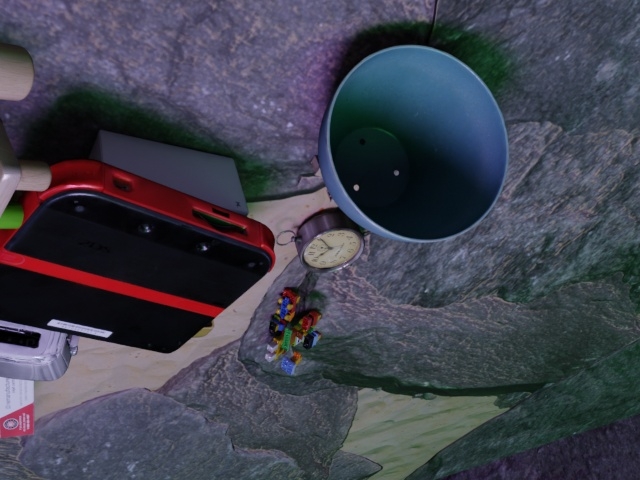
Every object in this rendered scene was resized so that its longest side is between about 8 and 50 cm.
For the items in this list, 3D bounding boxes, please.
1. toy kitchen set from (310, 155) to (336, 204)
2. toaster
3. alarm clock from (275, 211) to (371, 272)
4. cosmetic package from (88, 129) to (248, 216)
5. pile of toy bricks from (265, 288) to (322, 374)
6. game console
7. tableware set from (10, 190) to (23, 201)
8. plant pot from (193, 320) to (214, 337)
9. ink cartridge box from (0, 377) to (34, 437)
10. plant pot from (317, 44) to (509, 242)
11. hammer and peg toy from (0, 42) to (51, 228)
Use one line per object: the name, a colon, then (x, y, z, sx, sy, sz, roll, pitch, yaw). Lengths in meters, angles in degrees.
toy kitchen set: (0.017, -0.094, 1.221, 0.083, 0.068, 0.075, 10, 133, -32)
toaster: (-0.534, 0.160, 1.196, 0.227, 0.129, 0.146, 14, 153, -14)
alarm clock: (0.000, 0.000, 1.330, 0.192, 0.064, 0.129, 5, 136, -32)
cosmetic package: (-0.270, -0.033, 1.109, 0.224, 0.138, 0.224, 9, 135, -32)
pile of toy bricks: (-0.041, 0.193, 1.531, 0.105, 0.118, 0.212, -31, 146, -43)
game console: (-0.294, 0.045, 1.049, 0.387, 0.060, 0.342, 22, 132, -39)
tableware set: (-0.515, -0.037, 1.090, 0.141, 0.020, 0.168, -17, 143, -4)
plant pot: (-0.266, 0.158, 1.394, 0.081, 0.081, 0.083, -1, 148, -24)
ink cartridge box: (-0.682, 0.276, 1.298, 0.273, 0.114, 0.197, 0, 128, -22)
plant pot: (0.117, -0.133, 1.091, 0.290, 0.290, 0.195, -5, 177, -19)
hammer and peg toy: (-0.435, -0.129, 0.843, 0.127, 0.266, 0.361, -1, 140, -50)
